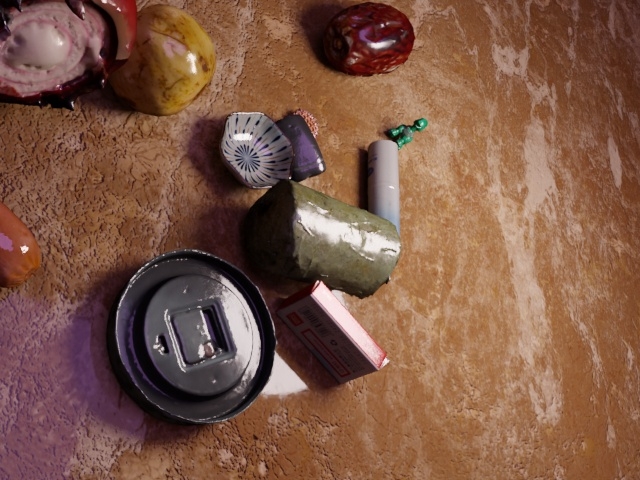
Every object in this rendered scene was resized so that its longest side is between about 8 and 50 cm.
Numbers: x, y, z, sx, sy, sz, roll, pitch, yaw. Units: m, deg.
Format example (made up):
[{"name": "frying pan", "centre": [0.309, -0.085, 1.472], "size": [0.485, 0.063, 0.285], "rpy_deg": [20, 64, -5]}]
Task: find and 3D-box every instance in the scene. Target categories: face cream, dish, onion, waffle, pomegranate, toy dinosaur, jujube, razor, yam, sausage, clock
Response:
[{"name": "face cream", "centre": [0.151, -0.117, 1.797], "size": [0.077, 0.077, 0.250], "rpy_deg": [18, 60, -32]}, {"name": "dish", "centre": [-0.148, -0.181, 1.597], "size": [0.191, 0.066, 0.190], "rpy_deg": [17, 60, -32]}, {"name": "onion", "centre": [-0.495, -0.397, 1.246], "size": [0.341, 0.341, 0.341], "rpy_deg": [16, 62, -33]}, {"name": "waffle", "centre": [-0.038, -0.266, 1.742], "size": [0.083, 0.029, 0.075], "rpy_deg": [21, 61, -30]}, {"name": "pomegranate", "centre": [-0.315, -0.352, 1.455], "size": [0.215, 0.215, 0.215], "rpy_deg": [16, 62, -33]}, {"name": "toy dinosaur", "centre": [0.228, -0.278, 1.913], "size": [0.096, 0.132, 0.059], "rpy_deg": [-28, 92, 3]}, {"name": "jujube", "centre": [0.128, -0.507, 1.879], "size": [0.243, 0.183, 0.183], "rpy_deg": [-16, 82, -42]}, {"name": "razor", "centre": [-0.051, -0.207, 1.675], "size": [0.090, 0.054, 0.148], "rpy_deg": [-22, 87, -12]}, {"name": "yam", "centre": [0.000, 0.000, 1.557], "size": [0.300, 0.195, 0.195], "rpy_deg": [19, 61, -32]}, {"name": "sausage", "centre": [-0.556, -0.032, 1.183], "size": [0.259, 0.114, 0.113], "rpy_deg": [44, 51, -15]}, {"name": "clock", "centre": [-0.232, 0.177, 1.378], "size": [0.325, 0.067, 0.325], "rpy_deg": [16, 62, -32]}]

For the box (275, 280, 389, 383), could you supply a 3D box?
[{"name": "box", "centre": [0.026, 0.195, 1.538], "size": [0.229, 0.123, 0.050], "rpy_deg": [48, 45, -11]}]
